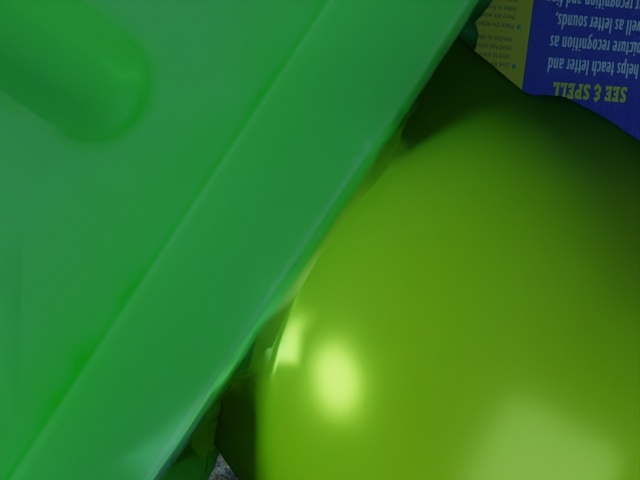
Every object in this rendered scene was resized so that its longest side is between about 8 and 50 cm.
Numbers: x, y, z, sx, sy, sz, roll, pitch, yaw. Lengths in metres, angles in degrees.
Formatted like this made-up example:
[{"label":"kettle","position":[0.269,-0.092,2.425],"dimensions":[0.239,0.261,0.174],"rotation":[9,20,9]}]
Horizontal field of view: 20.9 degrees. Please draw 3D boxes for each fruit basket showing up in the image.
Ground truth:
[{"label":"fruit basket","position":[0.000,0.000,0.581],"dimensions":[0.392,0.283,0.392],"rotation":[-1,94,-8]}]

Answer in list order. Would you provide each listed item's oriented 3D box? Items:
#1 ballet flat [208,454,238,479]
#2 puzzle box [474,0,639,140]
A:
[{"label":"ballet flat","position":[-0.104,0.115,0.761],"dimensions":[0.316,0.107,0.106],"rotation":[3,85,-6]},{"label":"puzzle box","position":[-0.032,-0.068,0.739],"dimensions":[0.409,0.052,0.272],"rotation":[2,101,-22]}]
